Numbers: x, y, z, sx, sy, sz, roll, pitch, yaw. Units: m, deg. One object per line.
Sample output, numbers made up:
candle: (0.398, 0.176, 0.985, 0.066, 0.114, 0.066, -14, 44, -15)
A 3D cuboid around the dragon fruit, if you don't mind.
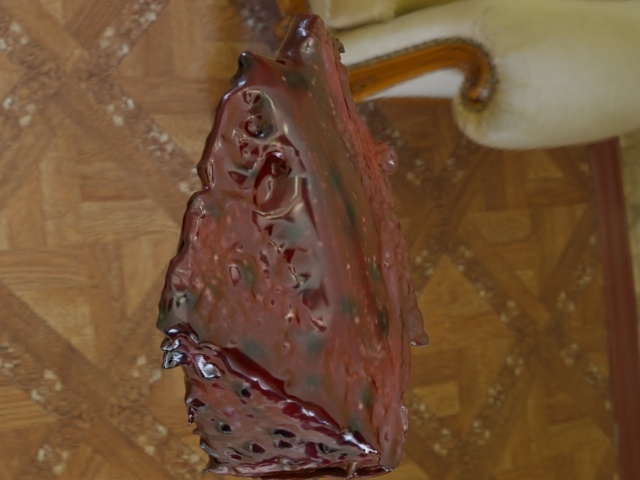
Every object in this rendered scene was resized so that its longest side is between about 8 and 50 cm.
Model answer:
dragon fruit: (0.003, 0.001, 0.363, 0.097, 0.063, 0.131, 77, 25, -60)
